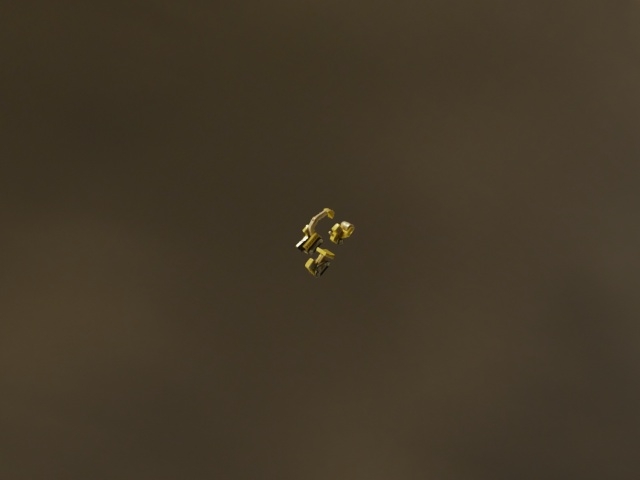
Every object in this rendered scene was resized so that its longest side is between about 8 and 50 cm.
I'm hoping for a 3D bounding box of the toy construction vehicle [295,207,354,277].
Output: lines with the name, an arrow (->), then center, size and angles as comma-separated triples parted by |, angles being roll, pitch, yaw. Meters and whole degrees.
toy construction vehicle -> 0.000, 0.000, 1.187 | 0.035, 0.086, 0.098 | 41, -92, -31
